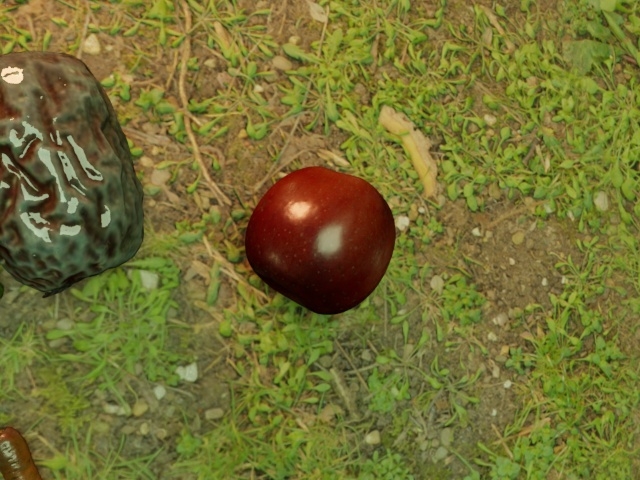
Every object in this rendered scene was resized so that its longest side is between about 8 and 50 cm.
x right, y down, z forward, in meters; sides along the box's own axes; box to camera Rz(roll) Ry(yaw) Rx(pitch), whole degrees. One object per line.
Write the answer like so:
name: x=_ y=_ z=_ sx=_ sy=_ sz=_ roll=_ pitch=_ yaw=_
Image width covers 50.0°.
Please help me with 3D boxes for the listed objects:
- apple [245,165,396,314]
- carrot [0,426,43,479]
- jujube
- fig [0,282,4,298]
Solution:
apple: x=0.000 y=0.000 z=1.025 sx=0.218 sy=0.218 sz=0.201 roll=30 pitch=78 yaw=-17
carrot: x=-0.392 y=0.340 z=0.931 sx=0.047 sy=0.047 sz=0.191 roll=-27 pitch=101 yaw=-22
jujube: x=-0.357 y=-0.090 z=0.897 sx=0.225 sy=0.226 sz=0.317 roll=-20 pitch=98 yaw=-22
fig: x=-0.491 y=0.048 z=0.891 sx=0.156 sy=0.123 sz=0.123 roll=23 pitch=74 yaw=-57
